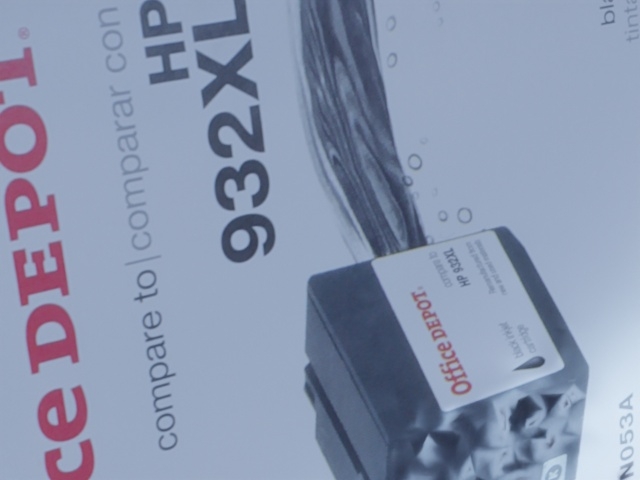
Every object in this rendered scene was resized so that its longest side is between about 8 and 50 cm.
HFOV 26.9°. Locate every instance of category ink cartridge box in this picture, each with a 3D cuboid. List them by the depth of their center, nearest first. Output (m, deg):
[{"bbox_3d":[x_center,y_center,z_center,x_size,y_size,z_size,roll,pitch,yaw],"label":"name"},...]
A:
[{"bbox_3d":[0.000,0.000,0.442,0.308,0.223,0.129,-14,-162,-29],"label":"ink cartridge box"}]
